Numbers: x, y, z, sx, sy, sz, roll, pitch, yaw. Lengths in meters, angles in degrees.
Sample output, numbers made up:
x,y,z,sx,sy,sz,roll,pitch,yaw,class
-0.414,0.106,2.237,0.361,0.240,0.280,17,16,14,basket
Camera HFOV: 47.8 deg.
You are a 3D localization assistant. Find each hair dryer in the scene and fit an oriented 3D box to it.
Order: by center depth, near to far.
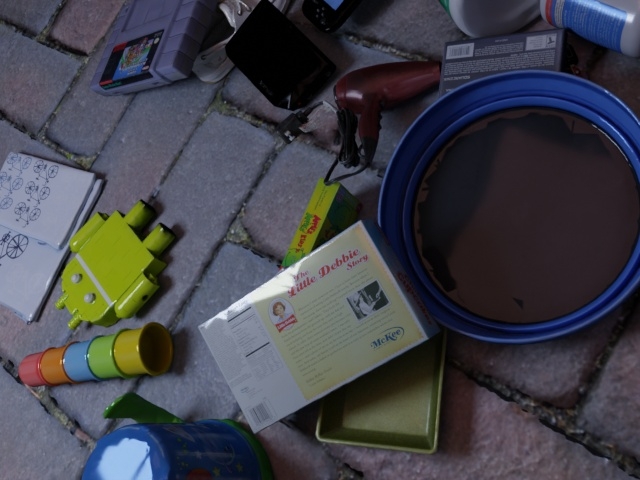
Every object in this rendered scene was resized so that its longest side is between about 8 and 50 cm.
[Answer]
x,y,z,sx,sy,sz,roll,pitch,yaw,class
0.087,-0.207,1.211,0.293,0.080,0.223,-40,49,-6,hair dryer

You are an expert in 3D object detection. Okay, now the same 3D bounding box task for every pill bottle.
x,y,z,sx,sy,sz,roll,pitch,yaw,class
0.449,-0.342,1.064,0.221,0.124,0.124,39,91,34,pill bottle
0.237,-0.524,1.205,0.204,0.204,0.361,-33,56,13,pill bottle

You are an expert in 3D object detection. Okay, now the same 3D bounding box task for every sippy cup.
x,y,z,sx,sy,sz,roll,pitch,yaw,class
-0.223,0.368,1.069,0.306,0.224,0.240,6,72,31,sippy cup

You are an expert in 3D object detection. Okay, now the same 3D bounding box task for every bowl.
x,y,z,sx,sy,sz,roll,pitch,yaw,class
0.276,-0.046,1.023,0.391,0.077,0.390,-6,75,24,bowl

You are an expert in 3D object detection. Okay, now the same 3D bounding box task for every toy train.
x,y,z,sx,sy,sz,roll,pitch,yaw,class
0.395,-0.244,1.111,0.036,0.027,0.158,-17,62,10,toy train

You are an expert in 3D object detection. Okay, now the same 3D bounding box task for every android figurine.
x,y,z,sx,sy,sz,roll,pitch,yaw,class
-0.407,0.053,1.405,0.273,0.056,0.248,-46,56,3,android figurine

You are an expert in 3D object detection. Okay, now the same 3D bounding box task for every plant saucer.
x,y,z,sx,sy,sz,roll,pitch,yaw,class
0.097,0.213,1.068,0.188,0.045,0.188,-2,68,28,plant saucer

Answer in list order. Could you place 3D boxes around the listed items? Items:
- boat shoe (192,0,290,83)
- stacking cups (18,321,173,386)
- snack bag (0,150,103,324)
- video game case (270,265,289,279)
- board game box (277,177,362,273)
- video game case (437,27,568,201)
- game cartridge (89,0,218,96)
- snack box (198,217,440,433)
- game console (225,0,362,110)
x,y,z,sx,sy,sz,roll,pitch,yaw,class
-0.167,-0.444,1.456,0.277,0.096,0.098,-49,56,2,boat shoe
-0.422,0.212,1.326,0.316,0.096,0.096,-10,65,27,stacking cups
-0.655,-0.019,1.580,0.323,0.037,0.342,17,79,32,snack bag
-0.059,0.140,1.136,0.157,0.019,0.143,-44,75,34,video game case
0.000,0.000,1.182,0.043,0.092,0.181,17,79,32,board game box
0.272,-0.190,1.127,0.196,0.026,0.274,2,80,33,video game case
-0.356,-0.423,1.518,0.355,0.068,0.230,3,66,47,game cartridge
-0.011,0.128,1.051,0.322,0.060,0.187,-33,80,24,snack box
-0.011,-0.428,1.346,0.361,0.044,0.213,-48,66,15,game console
